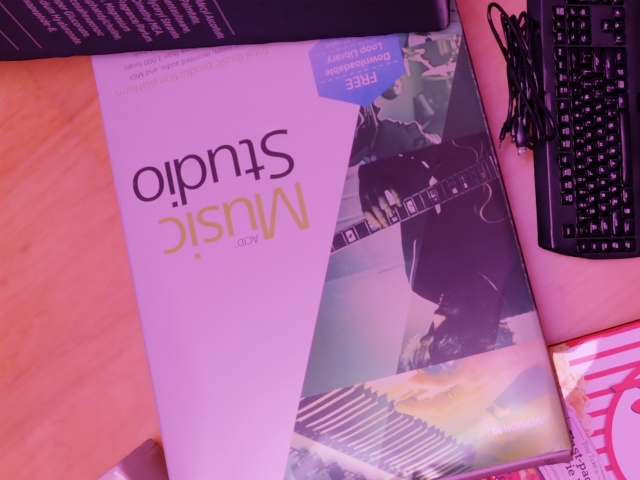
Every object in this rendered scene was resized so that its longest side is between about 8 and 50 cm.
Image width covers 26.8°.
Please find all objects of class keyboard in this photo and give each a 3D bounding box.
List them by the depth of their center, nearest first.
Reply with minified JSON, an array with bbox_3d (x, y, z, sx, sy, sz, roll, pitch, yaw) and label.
[{"bbox_3d":[0.155,-0.084,0.807,0.100,0.038,0.192,-3,87,-10],"label":"keyboard"}]

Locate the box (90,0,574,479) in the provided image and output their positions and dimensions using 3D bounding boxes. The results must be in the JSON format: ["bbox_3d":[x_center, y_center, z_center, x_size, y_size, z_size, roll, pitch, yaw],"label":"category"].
[{"bbox_3d":[0.000,0.000,0.808,0.232,0.058,0.322,-16,76,9],"label":"box"}]

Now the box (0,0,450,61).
[{"bbox_3d":[-0.131,-0.279,0.761,0.395,0.212,0.293,-2,74,10],"label":"box"}]

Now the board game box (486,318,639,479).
[{"bbox_3d":[0.194,0.121,0.803,0.193,0.045,0.147,-18,85,9],"label":"board game box"}]

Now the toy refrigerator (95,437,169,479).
[{"bbox_3d":[-0.186,0.250,0.843,0.269,0.094,0.102,-39,88,8],"label":"toy refrigerator"}]
